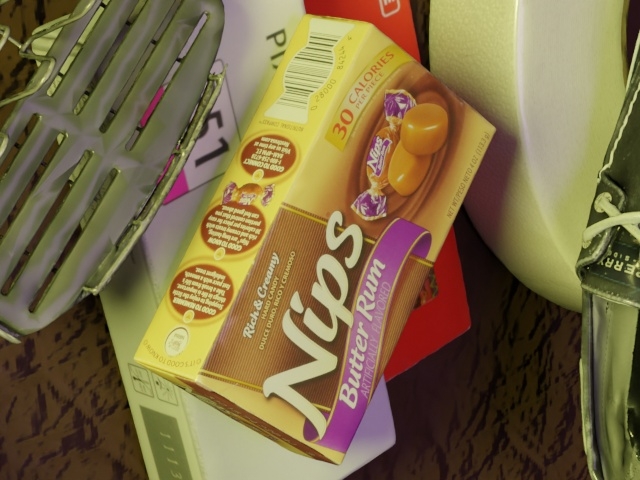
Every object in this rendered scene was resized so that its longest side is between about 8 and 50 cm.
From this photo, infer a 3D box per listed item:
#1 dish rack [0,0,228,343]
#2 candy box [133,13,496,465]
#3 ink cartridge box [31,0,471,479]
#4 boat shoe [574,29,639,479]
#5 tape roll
[{"bbox_3d":[-0.162,-0.093,0.793,0.271,0.074,0.208,35,76,-23],"label":"dish rack"},{"bbox_3d":[0.000,0.000,0.938,0.109,0.053,0.186,36,74,-42],"label":"candy box"},{"bbox_3d":[-0.007,-0.016,1.005,0.239,0.060,0.275,-29,118,-34],"label":"ink cartridge box"},{"bbox_3d":[0.187,0.007,1.068,0.102,0.108,0.301,-17,118,-41],"label":"boat shoe"},{"bbox_3d":[0.221,-0.139,1.179,0.392,0.072,0.392,-11,106,-40],"label":"tape roll"}]
